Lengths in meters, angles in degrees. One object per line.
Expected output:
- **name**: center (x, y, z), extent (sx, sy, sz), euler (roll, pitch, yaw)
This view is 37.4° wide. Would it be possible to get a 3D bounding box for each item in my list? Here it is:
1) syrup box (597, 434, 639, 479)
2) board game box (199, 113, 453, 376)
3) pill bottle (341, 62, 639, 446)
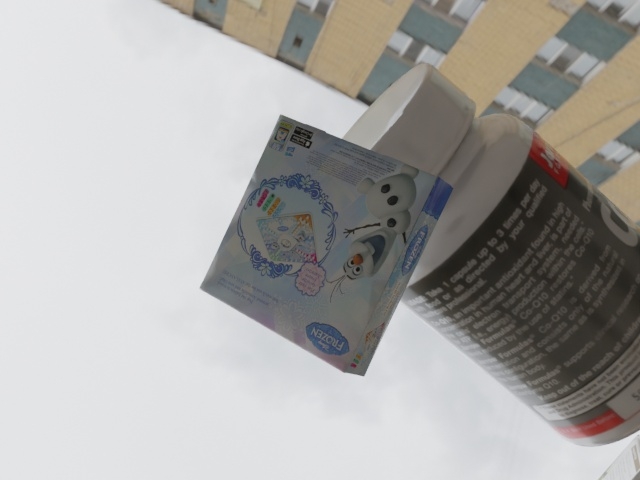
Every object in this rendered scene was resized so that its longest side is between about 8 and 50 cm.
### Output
- **syrup box**: center (0.366, 0.369, 1.180), extent (0.093, 0.096, 0.237), euler (35, -73, 4)
- **board game box**: center (0.000, 0.000, 0.416), extent (0.090, 0.020, 0.090), euler (26, -89, 34)
- **pill bottle**: center (0.139, 0.009, 0.707), extent (0.283, 0.161, 0.161), euler (40, -112, -11)
